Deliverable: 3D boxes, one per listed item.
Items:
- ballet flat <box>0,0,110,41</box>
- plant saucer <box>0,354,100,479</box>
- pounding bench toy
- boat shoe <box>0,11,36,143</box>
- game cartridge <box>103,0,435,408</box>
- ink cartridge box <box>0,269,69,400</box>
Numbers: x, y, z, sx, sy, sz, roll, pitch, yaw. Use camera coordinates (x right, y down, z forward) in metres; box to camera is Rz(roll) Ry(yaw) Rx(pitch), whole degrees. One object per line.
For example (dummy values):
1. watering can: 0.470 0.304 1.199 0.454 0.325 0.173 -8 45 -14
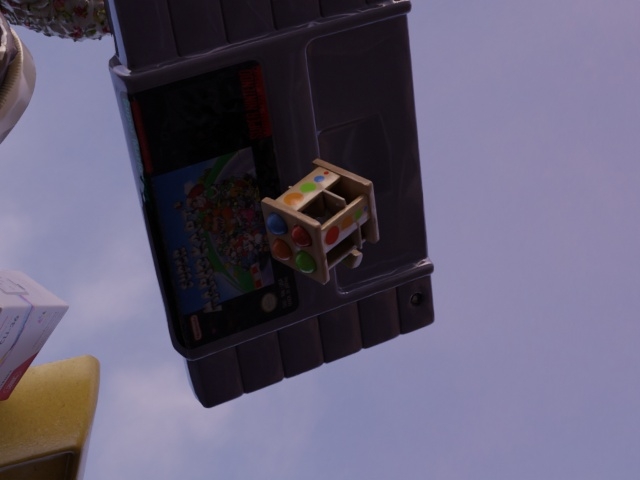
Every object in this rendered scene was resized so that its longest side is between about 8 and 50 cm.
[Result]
1. ballet flat: -0.259 -0.228 0.861 0.241 0.077 0.091 31 -81 16
2. plant saucer: -0.379 0.298 1.128 0.081 0.332 0.333 42 -52 40
3. pounding bench toy: 0.000 0.000 0.769 0.052 0.065 0.083 26 -38 35
4. boat shoe: -0.263 -0.012 0.552 0.116 0.324 0.097 22 -24 19
5. game cartridge: -0.028 -0.051 0.859 0.230 0.068 0.355 -22 -58 -22
6. ink cartridge box: -0.314 0.088 0.988 0.067 0.198 0.115 34 -87 9
